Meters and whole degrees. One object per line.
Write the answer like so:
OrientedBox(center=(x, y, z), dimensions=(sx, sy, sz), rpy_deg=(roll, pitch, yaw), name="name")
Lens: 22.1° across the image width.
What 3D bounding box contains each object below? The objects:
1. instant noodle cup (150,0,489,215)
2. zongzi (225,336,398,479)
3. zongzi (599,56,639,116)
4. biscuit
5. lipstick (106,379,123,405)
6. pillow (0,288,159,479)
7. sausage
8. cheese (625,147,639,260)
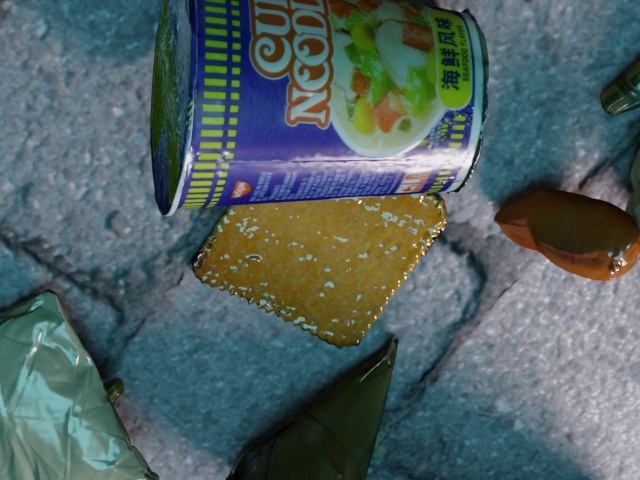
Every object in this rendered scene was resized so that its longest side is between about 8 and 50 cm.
OrientedBox(center=(-0.004, -0.150, 1.682), dimensions=(0.312, 0.284, 0.284), rpy_deg=(3, 120, -13), name="instant noodle cup")
OrientedBox(center=(0.017, 0.286, 1.918), dimensions=(0.123, 0.260, 0.289), rpy_deg=(33, 115, -28), name="zongzi")
OrientedBox(center=(0.357, -0.158, 1.805), dimensions=(0.083, 0.040, 0.076), rpy_deg=(25, 126, -36), name="zongzi")
OrientedBox(center=(0.000, 0.000, 1.893), dimensions=(0.232, 0.013, 0.237), rpy_deg=(27, 115, -16), name="biscuit")
OrientedBox(center=(-0.281, 0.213, 1.995), dimensions=(0.116, 0.037, 0.037), rpy_deg=(-41, 113, 16), name="lipstick")
OrientedBox(center=(-0.374, 0.224, 1.951), dimensions=(0.281, 0.076, 0.274), rpy_deg=(-21, 105, 15), name="pillow")
OrientedBox(center=(0.280, -0.009, 1.827), dimensions=(0.179, 0.089, 0.089), rpy_deg=(22, 129, 38), name="sausage")
OrientedBox(center=(0.506, -0.051, 1.818), dimensions=(0.326, 0.115, 0.318), rpy_deg=(41, 111, -21), name="cheese")
